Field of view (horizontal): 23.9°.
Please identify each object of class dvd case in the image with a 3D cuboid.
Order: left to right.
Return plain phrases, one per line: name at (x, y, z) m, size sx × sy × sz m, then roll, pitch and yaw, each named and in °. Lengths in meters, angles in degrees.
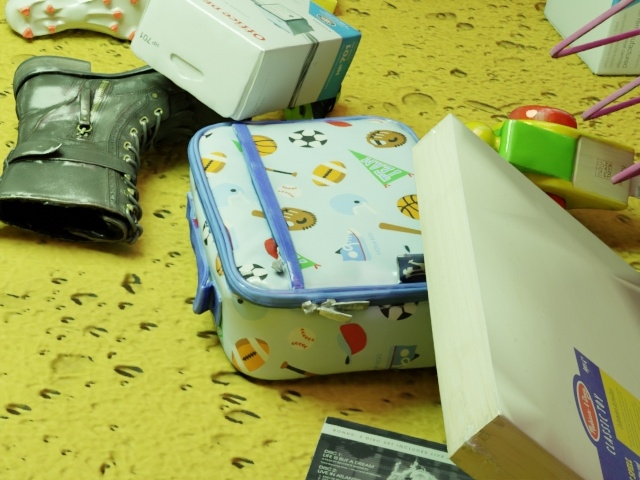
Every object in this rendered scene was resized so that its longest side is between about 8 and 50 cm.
dvd case at (0.059, 0.218, 1.094) m, size 0.164 × 0.018 × 0.221 m, roll 13°, pitch 33°, yaw 6°

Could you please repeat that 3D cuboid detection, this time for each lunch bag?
lunch bag at (0.000, 0.000, 1.329) m, size 0.243 × 0.115 × 0.303 m, roll -2°, pitch 33°, yaw -14°

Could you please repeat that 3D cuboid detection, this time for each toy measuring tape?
toy measuring tape at (0.267, -0.059, 1.522) m, size 0.330 × 0.121 × 0.121 m, roll 15°, pitch 29°, yaw -25°

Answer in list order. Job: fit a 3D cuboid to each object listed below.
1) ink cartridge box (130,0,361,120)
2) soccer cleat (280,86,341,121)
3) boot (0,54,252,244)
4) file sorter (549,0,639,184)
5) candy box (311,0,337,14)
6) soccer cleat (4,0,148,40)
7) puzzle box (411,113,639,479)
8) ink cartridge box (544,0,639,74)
ink cartridge box at (-0.070, -0.194, 1.479) m, size 0.139 × 0.082 × 0.190 m, roll 35°, pitch 25°, yaw 18°
soccer cleat at (-0.009, -0.154, 1.614) m, size 0.072 × 0.060 × 0.179 m, roll 14°, pitch 30°, yaw -19°
boot at (-0.186, -0.075, 1.432) m, size 0.262 × 0.091 × 0.229 m, roll 2°, pitch 40°, yaw -11°
file sorter at (0.379, -0.105, 1.417) m, size 0.202 × 0.182 × 0.291 m, roll -20°, pitch 81°, yaw -38°
candy box at (-0.081, -0.337, 1.858) m, size 0.205 × 0.027 × 0.105 m, roll 16°, pitch 33°, yaw -18°
soccer cleat at (-0.257, -0.264, 1.706) m, size 0.196 × 0.068 × 0.076 m, roll -3°, pitch 32°, yaw -15°
puzzle box at (0.191, 0.090, 1.168) m, size 0.272 × 0.052 × 0.409 m, roll 39°, pitch 25°, yaw -21°
ink cartridge box at (0.430, -0.316, 1.878) m, size 0.232 × 0.171 × 0.168 m, roll -2°, pitch 35°, yaw -18°
